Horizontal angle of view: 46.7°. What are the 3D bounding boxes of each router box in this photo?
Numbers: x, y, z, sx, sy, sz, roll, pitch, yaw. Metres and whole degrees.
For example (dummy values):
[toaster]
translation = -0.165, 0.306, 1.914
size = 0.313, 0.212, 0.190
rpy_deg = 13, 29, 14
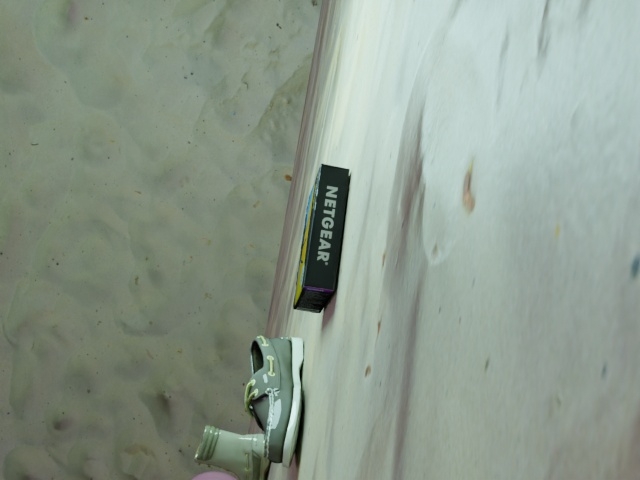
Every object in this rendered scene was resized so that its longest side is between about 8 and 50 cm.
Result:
[router box]
translation = 0.000, 0.000, 1.045
size = 0.133, 0.046, 0.179
rpy_deg = 114, 164, -70

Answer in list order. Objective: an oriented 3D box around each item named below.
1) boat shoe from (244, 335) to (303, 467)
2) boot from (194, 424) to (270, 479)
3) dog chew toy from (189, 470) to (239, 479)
[boat shoe]
translation = -0.078, 0.251, 1.199
size = 0.305, 0.091, 0.109
rpy_deg = -93, 13, -67
[boot]
translation = -0.199, 0.500, 1.656
size = 0.077, 0.165, 0.213
rpy_deg = -87, 10, -56
[dog chew toy]
translation = -0.301, 0.755, 1.890
size = 0.332, 0.206, 0.206
rpy_deg = -65, -10, -56
